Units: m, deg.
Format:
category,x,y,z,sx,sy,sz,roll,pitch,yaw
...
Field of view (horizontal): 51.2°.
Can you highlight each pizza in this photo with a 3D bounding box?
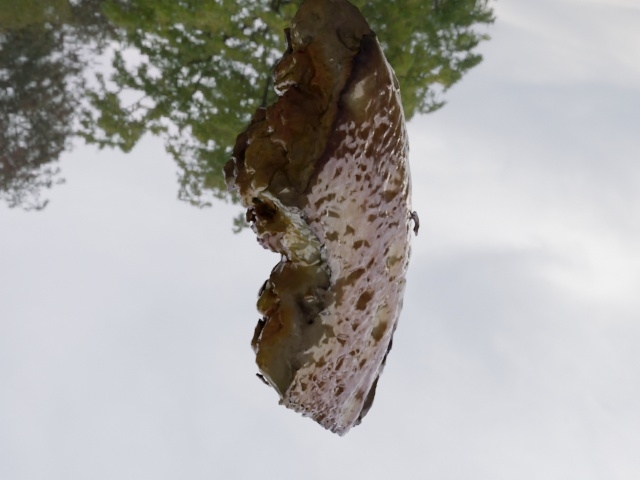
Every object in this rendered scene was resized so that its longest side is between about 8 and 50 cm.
category,x,y,z,sx,sy,sz,roll,pitch,yaw
pizza,0.000,0.000,0.438,0.085,0.306,0.161,18,-148,32
